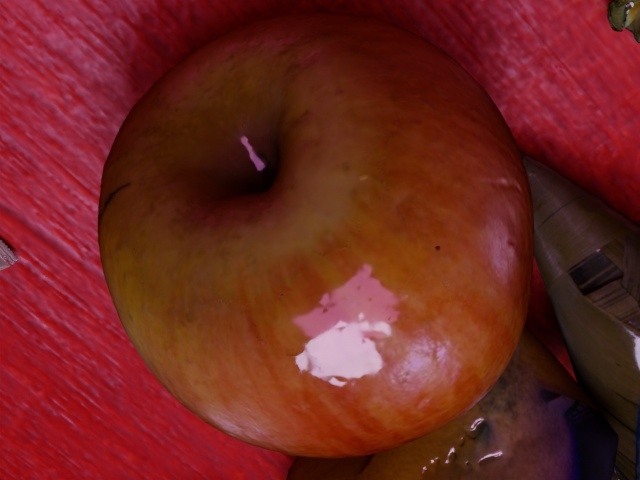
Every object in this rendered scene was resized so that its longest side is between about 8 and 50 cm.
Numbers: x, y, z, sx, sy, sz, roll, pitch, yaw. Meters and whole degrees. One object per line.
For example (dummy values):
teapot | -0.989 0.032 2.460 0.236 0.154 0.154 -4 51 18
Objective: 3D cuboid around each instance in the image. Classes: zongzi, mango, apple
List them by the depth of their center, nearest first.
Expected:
apple | 0.000 0.000 0.754 0.286 0.286 0.233 -30 145 13
mango | 0.085 0.181 0.901 0.153 0.201 0.287 36 130 -20
zongzi | 0.214 0.085 0.916 0.289 0.123 0.260 36 145 16

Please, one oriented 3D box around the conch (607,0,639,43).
conch | 0.232 -0.174 0.782 0.089 0.074 0.121 39 138 15

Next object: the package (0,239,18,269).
package | -0.274 0.018 0.888 0.083 0.029 0.059 -39 106 6
